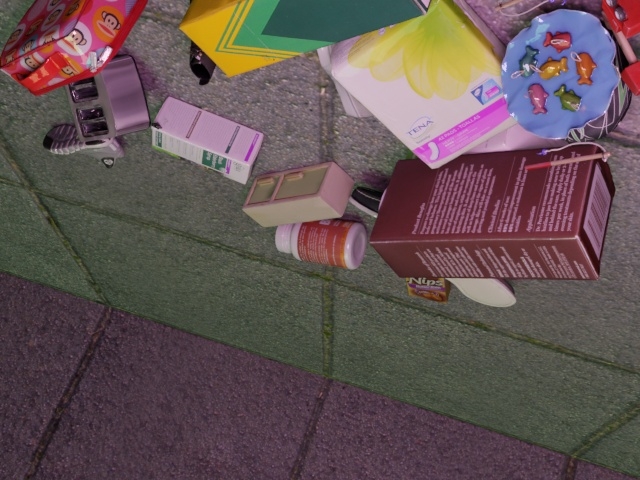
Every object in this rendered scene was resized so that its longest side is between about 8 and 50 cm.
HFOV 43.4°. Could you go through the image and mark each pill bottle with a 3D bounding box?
[{"bbox_3d":[0.000,0.000,2.059,0.216,0.121,0.121,9,153,23],"label":"pill bottle"}]

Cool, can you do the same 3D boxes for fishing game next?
[{"bbox_3d":[0.335,-0.236,1.152,0.189,0.264,0.041,-5,-176,45],"label":"fishing game"}]

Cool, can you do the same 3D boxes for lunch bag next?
[{"bbox_3d":[-0.467,-0.381,1.484,0.293,0.258,0.120,-4,145,43],"label":"lunch bag"}]

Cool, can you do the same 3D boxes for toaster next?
[{"bbox_3d":[-0.459,-0.304,1.738,0.185,0.110,0.168,0,110,38],"label":"toaster"}]

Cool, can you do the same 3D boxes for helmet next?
[{"bbox_3d":[0.397,-0.237,1.233,0.169,0.161,0.169,17,155,8],"label":"helmet"}]

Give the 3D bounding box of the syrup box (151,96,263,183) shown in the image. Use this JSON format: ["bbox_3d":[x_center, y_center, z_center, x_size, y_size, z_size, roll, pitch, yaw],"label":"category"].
[{"bbox_3d":[-0.256,-0.226,1.830,0.237,0.096,0.093,22,155,-1],"label":"syrup box"}]

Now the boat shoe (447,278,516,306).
[{"bbox_3d":[0.357,0.065,1.958,0.305,0.091,0.109,29,142,-19],"label":"boat shoe"}]

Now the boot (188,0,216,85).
[{"bbox_3d":[-0.208,-0.385,1.424,0.077,0.137,0.198,8,152,24],"label":"boot"}]

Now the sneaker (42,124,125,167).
[{"bbox_3d":[-0.607,-0.232,2.100,0.228,0.086,0.132,5,153,29],"label":"sneaker"}]

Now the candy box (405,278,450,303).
[{"bbox_3d":[0.282,0.097,2.121,0.109,0.053,0.187,12,152,19],"label":"candy box"}]

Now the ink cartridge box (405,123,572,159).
[{"bbox_3d":[0.321,-0.138,1.544,0.198,0.115,0.273,35,151,-26],"label":"ink cartridge box"}]

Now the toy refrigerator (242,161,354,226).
[{"bbox_3d":[-0.059,-0.108,1.910,0.269,0.102,0.094,-6,144,45],"label":"toy refrigerator"}]

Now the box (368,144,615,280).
[{"bbox_3d":[0.294,-0.042,1.400,0.381,0.191,0.143,1,147,35],"label":"box"}]

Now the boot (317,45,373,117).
[{"bbox_3d":[0.080,-0.315,1.426,0.123,0.095,0.258,-2,153,21],"label":"boot"}]

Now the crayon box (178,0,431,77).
[{"bbox_3d":[0.023,-0.393,0.965,0.313,0.363,0.106,-6,145,44],"label":"crayon box"}]

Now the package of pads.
[{"bbox_3d":[0.186,-0.269,1.331,0.229,0.101,0.296,-28,129,32],"label":"package of pads"}]

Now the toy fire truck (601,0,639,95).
[{"bbox_3d":[0.414,-0.307,1.106,0.047,0.192,0.135,-27,163,7],"label":"toy fire truck"}]

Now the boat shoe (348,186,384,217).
[{"bbox_3d":[0.215,-0.072,1.794,0.302,0.091,0.114,19,-161,0],"label":"boat shoe"}]
